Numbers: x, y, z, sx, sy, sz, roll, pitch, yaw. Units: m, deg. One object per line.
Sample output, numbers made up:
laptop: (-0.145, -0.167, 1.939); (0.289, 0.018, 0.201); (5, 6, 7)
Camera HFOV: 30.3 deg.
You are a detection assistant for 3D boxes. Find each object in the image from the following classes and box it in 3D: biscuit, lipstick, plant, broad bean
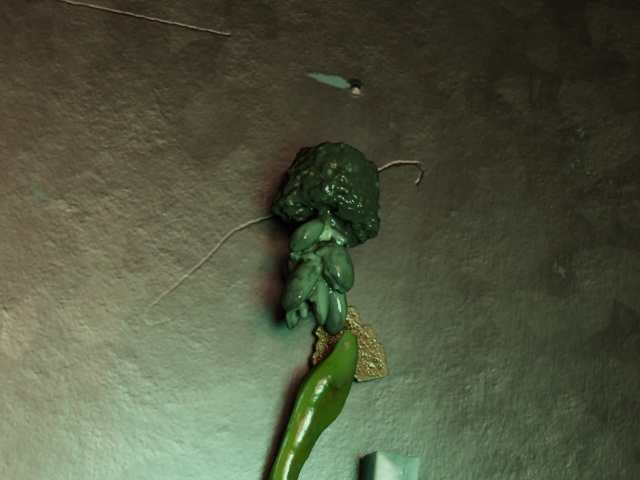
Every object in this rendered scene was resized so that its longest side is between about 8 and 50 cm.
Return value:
biscuit: (0.047, 0.166, 1.762); (0.130, 0.019, 0.119); (37, 67, -3)
lipstick: (0.086, 0.447, 1.657); (0.076, 0.077, 0.290); (12, 71, -15)
plant: (-0.001, -0.002, 1.729); (0.146, 0.149, 0.275); (24, 65, -34)
broad bean: (-0.019, 0.273, 1.680); (0.075, 0.067, 0.325); (24, 77, -7)
